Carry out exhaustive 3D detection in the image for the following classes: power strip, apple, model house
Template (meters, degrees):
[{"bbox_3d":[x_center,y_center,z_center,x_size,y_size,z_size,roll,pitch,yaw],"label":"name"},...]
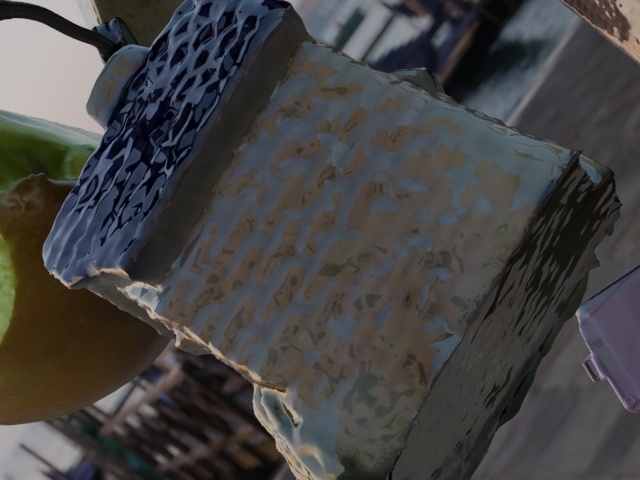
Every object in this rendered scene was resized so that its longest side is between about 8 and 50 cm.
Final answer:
[{"bbox_3d":[0.347,0.039,1.310,0.279,0.109,0.037,-36,-20,20],"label":"power strip"},{"bbox_3d":[-0.321,0.009,1.610,0.374,0.384,0.374,-16,38,13],"label":"apple"},{"bbox_3d":[0.001,-0.002,0.885,0.243,0.284,0.298,-56,-17,-2],"label":"model house"}]

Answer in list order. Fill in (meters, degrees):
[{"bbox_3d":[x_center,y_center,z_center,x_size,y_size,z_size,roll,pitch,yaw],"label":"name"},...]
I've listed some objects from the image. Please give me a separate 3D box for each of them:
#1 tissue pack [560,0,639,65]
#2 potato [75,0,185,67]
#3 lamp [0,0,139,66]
[{"bbox_3d":[0.304,-0.184,1.025,0.228,0.315,0.103,-33,-32,-19],"label":"tissue pack"},{"bbox_3d":[-0.171,-0.258,1.329,0.112,0.269,0.255,-24,-29,-9],"label":"potato"},{"bbox_3d":[-0.222,-0.138,1.050,0.108,0.130,0.371,-28,0,9],"label":"lamp"}]
